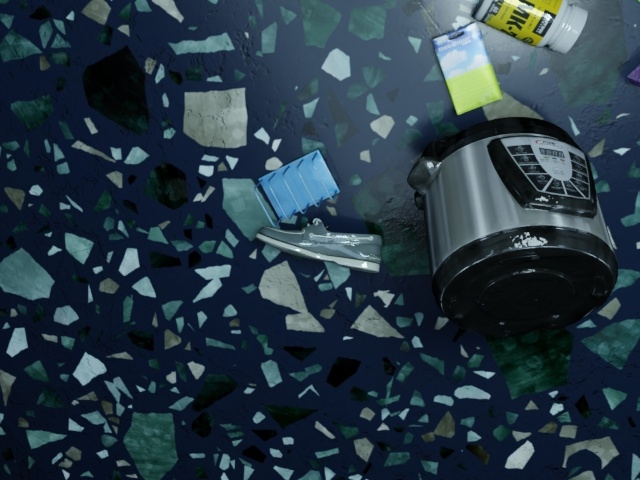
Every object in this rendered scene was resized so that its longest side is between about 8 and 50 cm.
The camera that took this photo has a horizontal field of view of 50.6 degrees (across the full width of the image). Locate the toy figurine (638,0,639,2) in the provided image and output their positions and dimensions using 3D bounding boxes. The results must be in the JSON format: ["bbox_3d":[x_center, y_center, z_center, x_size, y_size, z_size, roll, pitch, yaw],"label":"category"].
[{"bbox_3d":[0.736,-0.524,1.346,0.173,0.159,0.130,-18,106,14],"label":"toy figurine"}]

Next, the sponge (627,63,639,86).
[{"bbox_3d":[0.746,-0.405,1.410,0.031,0.117,0.210,39,110,-8],"label":"sponge"}]

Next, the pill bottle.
[{"bbox_3d":[0.442,-0.481,1.424,0.208,0.119,0.119,24,111,-1],"label":"pill bottle"}]

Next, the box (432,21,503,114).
[{"bbox_3d":[0.328,-0.385,1.516,0.109,0.042,0.178,-19,106,13],"label":"box"}]

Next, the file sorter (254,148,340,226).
[{"bbox_3d":[-0.059,-0.123,1.632,0.170,0.104,0.118,-24,104,16],"label":"file sorter"}]

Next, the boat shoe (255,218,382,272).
[{"bbox_3d":[0.000,0.000,1.682,0.319,0.116,0.099,14,84,5],"label":"boat shoe"}]

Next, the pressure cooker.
[{"bbox_3d":[0.395,-0.053,1.437,0.375,0.421,0.370,-18,138,24],"label":"pressure cooker"}]
